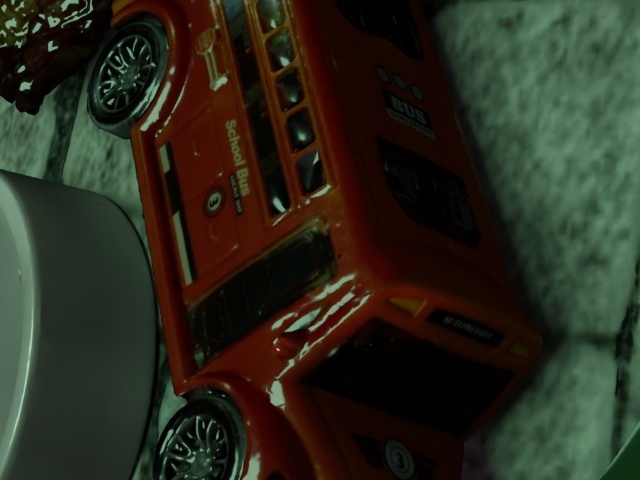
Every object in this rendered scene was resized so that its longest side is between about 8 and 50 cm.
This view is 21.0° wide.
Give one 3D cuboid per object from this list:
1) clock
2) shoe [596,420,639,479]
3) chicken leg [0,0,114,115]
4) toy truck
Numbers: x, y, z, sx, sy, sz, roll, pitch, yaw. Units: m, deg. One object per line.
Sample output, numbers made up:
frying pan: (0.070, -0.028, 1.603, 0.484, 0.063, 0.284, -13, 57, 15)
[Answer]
clock: (-0.161, 0.065, 0.848, 0.197, 0.068, 0.197, -20, 64, 49)
shoe: (0.047, 0.139, 0.544, 0.265, 0.095, 0.110, -30, 51, 38)
chicken leg: (-0.087, -0.152, 0.767, 0.322, 0.083, 0.177, -35, 35, 40)
toy truck: (0.000, 0.000, 0.623, 0.114, 0.107, 0.253, -37, 50, 29)
